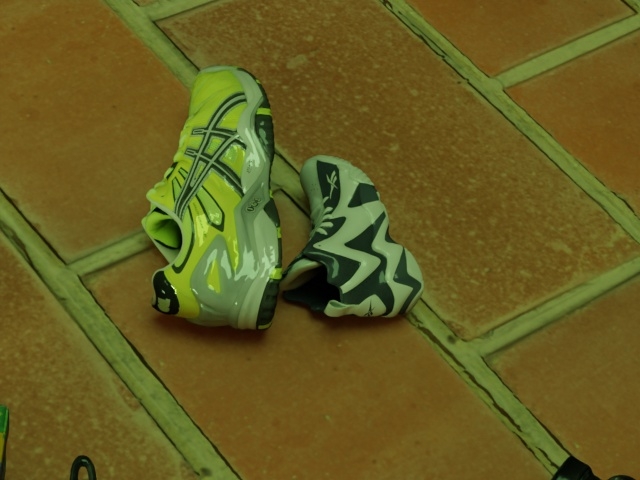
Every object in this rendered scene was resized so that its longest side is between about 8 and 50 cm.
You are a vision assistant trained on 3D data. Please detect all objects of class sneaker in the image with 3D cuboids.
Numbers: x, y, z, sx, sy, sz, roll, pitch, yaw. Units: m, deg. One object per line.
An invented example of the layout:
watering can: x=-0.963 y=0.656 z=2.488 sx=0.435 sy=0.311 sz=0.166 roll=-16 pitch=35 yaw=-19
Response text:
sneaker: x=0.000 y=0.000 z=2.012 sx=0.153 sy=0.094 sz=0.235 roll=-12 pitch=61 yaw=-33
sneaker: x=-0.132 y=-0.067 z=2.013 sx=0.147 sy=0.145 sz=0.385 roll=2 pitch=46 yaw=-11

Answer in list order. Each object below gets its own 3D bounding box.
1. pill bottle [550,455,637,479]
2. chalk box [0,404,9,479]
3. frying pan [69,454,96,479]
pill bottle: x=0.325 y=0.318 z=1.774 sx=0.219 sy=0.123 sz=0.123 roll=31 pitch=49 yaw=16
chalk box: x=-0.376 y=0.235 z=1.686 sx=0.132 sy=0.132 sz=0.213 roll=6 pitch=47 yaw=-8
frying pan: x=-0.247 y=0.370 z=1.646 sx=0.197 sy=0.053 sz=0.326 roll=-17 pitch=53 yaw=-25
